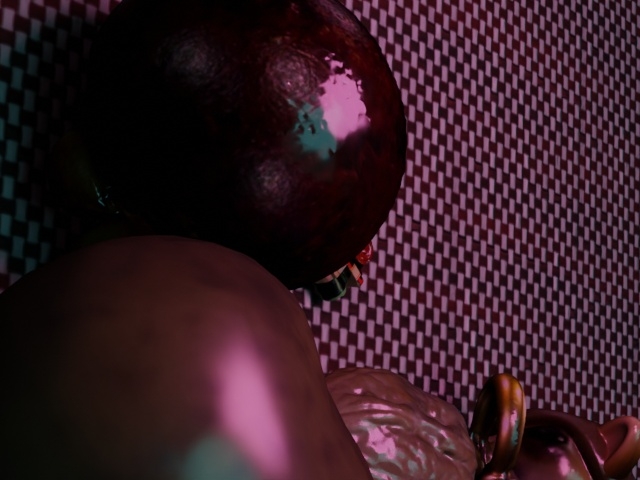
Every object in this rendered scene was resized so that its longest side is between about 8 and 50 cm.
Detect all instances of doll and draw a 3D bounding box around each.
[{"bbox_3d":[0.228,0.339,1.829,0.318,0.209,0.339,80,27,-57],"label":"doll"}]

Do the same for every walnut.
[{"bbox_3d":[0.051,0.209,1.623,0.230,0.178,0.178,29,63,-43],"label":"walnut"}]

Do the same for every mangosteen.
[{"bbox_3d":[-0.081,-0.092,1.392,0.293,0.297,0.297,-7,91,-20],"label":"mangosteen"}]

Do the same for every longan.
[{"bbox_3d":[-0.129,0.203,1.234,0.405,0.336,0.404,2,87,-37],"label":"longan"}]

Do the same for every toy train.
[{"bbox_3d":[0.000,0.000,1.673,0.087,0.050,0.138,-55,128,-35],"label":"toy train"}]
